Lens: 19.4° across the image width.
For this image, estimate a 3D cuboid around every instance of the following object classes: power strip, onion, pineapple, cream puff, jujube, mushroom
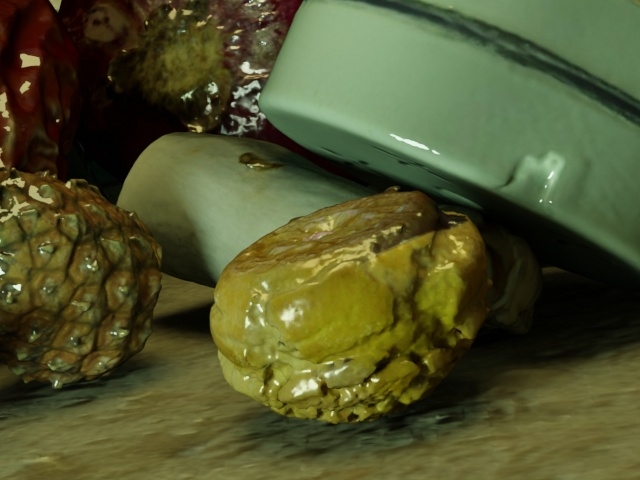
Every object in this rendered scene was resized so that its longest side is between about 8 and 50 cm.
[{"bbox_3d":[0.130,-0.099,1.374,0.358,0.161,0.357,24,-4,2],"label":"power strip"},{"bbox_3d":[-0.045,-0.187,1.908,0.398,0.398,0.420,-3,-13,26],"label":"onion"},{"bbox_3d":[-0.245,-0.007,1.315,0.158,0.157,0.279,3,-24,47],"label":"pineapple"},{"bbox_3d":[0.024,0.048,1.174,0.189,0.129,0.189,-16,14,4],"label":"cream puff"},{"bbox_3d":[-0.336,-0.079,1.581,0.277,0.276,0.377,-7,36,8],"label":"jujube"},{"bbox_3d":[0.001,0.000,1.423,0.177,0.126,0.397,0,13,-34],"label":"mushroom"}]

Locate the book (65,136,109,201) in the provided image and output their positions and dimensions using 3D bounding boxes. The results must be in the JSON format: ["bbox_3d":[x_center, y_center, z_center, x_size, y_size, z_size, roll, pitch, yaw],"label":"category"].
[{"bbox_3d":[-0.382,-0.107,1.892,0.264,0.379,0.031,-6,55,11],"label":"book"}]

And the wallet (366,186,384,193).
[{"bbox_3d":[0.138,-0.028,1.658,0.335,0.068,0.275,-10,10,9],"label":"wallet"}]

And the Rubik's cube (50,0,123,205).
[{"bbox_3d":[-0.350,-0.180,2.116,0.256,0.253,0.259,-12,-33,-13],"label":"Rubik's cube"}]
